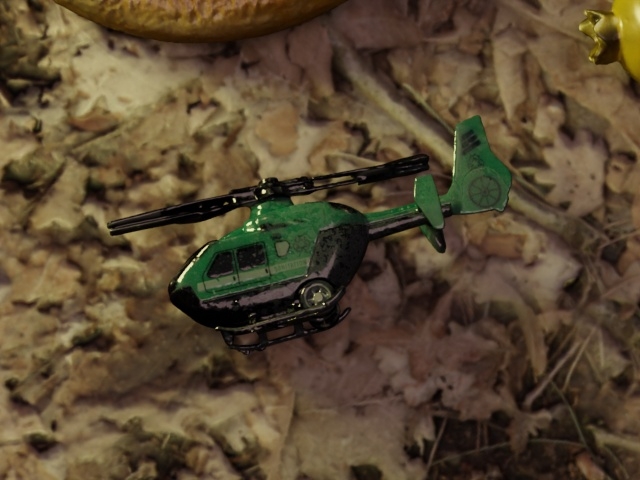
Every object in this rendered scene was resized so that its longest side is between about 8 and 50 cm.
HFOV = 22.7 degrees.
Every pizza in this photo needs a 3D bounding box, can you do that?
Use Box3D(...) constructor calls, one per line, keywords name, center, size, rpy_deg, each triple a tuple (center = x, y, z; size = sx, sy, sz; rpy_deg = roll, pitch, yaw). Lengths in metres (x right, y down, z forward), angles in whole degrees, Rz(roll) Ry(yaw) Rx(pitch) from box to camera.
Box3D(name="pizza", center=(-0.096, -0.282, 1.526), size=(0.365, 0.074, 0.182), rpy_deg=(-11, 90, -3))

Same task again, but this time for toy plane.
Box3D(name="toy plane", center=(0.000, 0.000, 1.510), size=(0.382, 0.106, 0.155), rpy_deg=(-16, 77, 2))

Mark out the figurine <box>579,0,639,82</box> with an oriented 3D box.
Box3D(name="figurine", center=(0.378, -0.182, 1.527), size=(0.234, 0.127, 0.185), rpy_deg=(-21, 97, -13))
